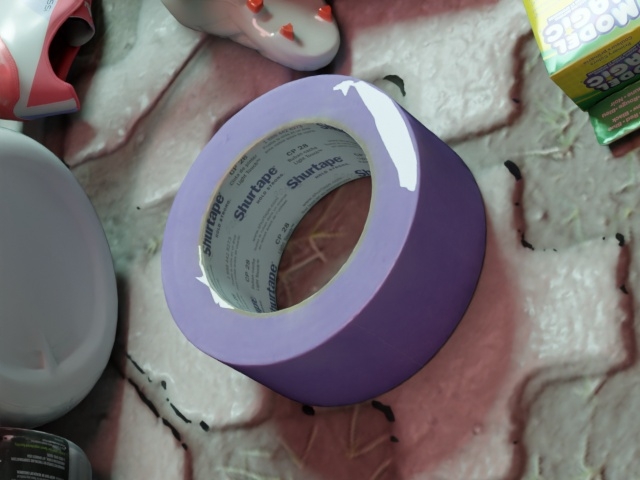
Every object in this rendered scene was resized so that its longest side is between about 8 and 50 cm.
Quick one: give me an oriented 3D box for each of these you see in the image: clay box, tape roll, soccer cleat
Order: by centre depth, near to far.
[{"bbox_3d":[0.178,-0.175,0.924,0.127,0.053,0.222,-30,51,23],"label":"clay box"},{"bbox_3d":[0.000,0.000,0.952,0.189,0.080,0.189,-17,57,29],"label":"tape roll"},{"bbox_3d":[-0.058,-0.167,1.104,0.068,0.076,0.196,-30,55,-32],"label":"soccer cleat"},{"bbox_3d":[-0.214,-0.202,1.237,0.095,0.083,0.248,5,62,8],"label":"soccer cleat"}]

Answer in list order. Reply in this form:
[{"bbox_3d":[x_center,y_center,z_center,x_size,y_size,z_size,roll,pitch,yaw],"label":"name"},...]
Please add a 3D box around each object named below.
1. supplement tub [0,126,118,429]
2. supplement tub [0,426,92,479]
[{"bbox_3d":[-0.327,0.056,1.088,0.338,0.207,0.207,-16,58,31],"label":"supplement tub"},{"bbox_3d":[-0.200,0.221,0.965,0.117,0.117,0.190,-20,56,29],"label":"supplement tub"}]
